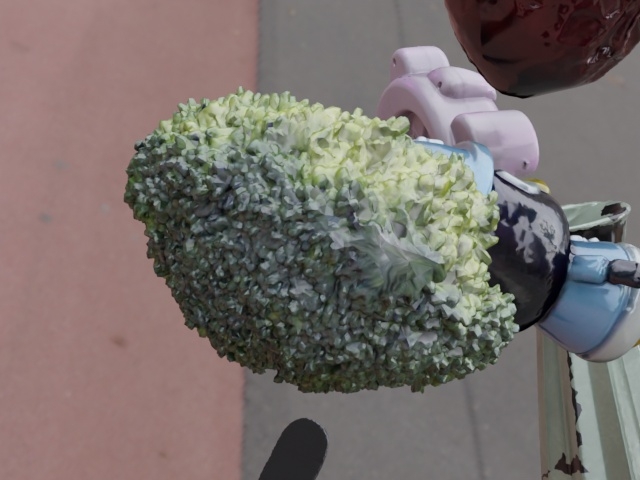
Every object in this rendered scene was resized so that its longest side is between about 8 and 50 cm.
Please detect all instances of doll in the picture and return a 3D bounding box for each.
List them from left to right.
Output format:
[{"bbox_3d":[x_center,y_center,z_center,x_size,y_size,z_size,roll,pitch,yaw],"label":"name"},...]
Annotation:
[{"bbox_3d":[0.129,0.004,1.141,0.314,0.177,0.141,20,71,-15],"label":"doll"}]

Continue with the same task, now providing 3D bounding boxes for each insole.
[{"bbox_3d":[-0.091,0.389,1.909,0.119,0.348,0.009,28,-3,43],"label":"insole"}]

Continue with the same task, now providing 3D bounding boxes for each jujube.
[{"bbox_3d":[0.284,-0.335,1.623,0.258,0.376,0.258,25,31,-16],"label":"jujube"}]

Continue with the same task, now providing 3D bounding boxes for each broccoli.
[{"bbox_3d":[-0.003,0.001,0.879,0.176,0.198,0.226,-22,50,-28],"label":"broccoli"}]

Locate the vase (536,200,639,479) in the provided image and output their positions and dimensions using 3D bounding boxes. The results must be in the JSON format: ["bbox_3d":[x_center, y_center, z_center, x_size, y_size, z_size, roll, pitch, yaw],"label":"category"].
[{"bbox_3d":[0.270,0.148,1.399,0.165,0.165,0.360,-30,110,-61],"label":"vase"}]

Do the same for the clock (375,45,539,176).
[{"bbox_3d":[0.171,-0.097,1.998,0.113,0.295,0.322,-7,37,-18],"label":"clock"}]
